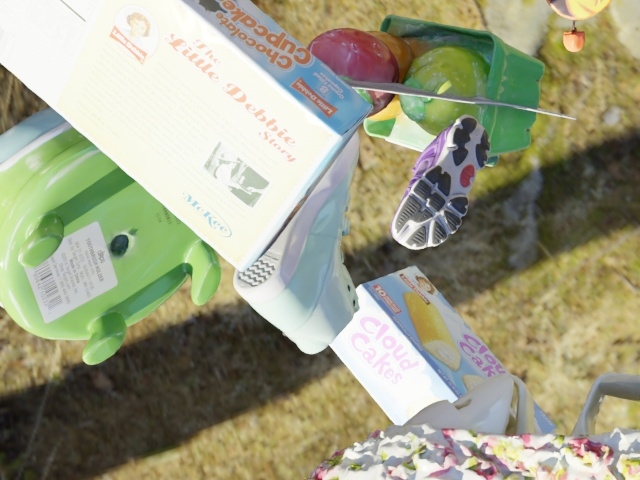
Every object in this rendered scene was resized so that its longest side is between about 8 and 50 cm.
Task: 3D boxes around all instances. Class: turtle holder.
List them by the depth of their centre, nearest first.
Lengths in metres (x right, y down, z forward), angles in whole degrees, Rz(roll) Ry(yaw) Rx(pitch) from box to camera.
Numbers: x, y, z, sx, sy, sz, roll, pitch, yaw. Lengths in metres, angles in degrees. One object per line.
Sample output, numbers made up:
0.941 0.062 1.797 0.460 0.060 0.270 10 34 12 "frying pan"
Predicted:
-0.229 -0.057 1.437 0.320 0.227 0.243 -52 138 -1 "turtle holder"

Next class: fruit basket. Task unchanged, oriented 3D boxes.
0.070 -0.177 1.623 0.353 0.327 0.166 -4 106 -33 "fruit basket"

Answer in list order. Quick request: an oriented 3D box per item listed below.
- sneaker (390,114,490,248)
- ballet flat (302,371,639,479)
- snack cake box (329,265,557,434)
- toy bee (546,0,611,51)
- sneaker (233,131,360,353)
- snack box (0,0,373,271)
0.121 -0.056 1.444 0.068 0.071 0.170 44 59 -17 "sneaker"
0.106 0.096 0.593 0.240 0.077 0.091 -1 158 21 "ballet flat"
0.138 0.163 1.606 0.089 0.264 0.152 -48 165 28 "snack cake box"
0.222 -0.266 1.283 0.195 0.298 0.162 -12 120 -58 "toy bee"
-0.001 0.000 1.506 0.094 0.256 0.151 -2 140 36 "sneaker"
-0.131 -0.141 1.100 0.322 0.060 0.187 41 135 3 "snack box"
